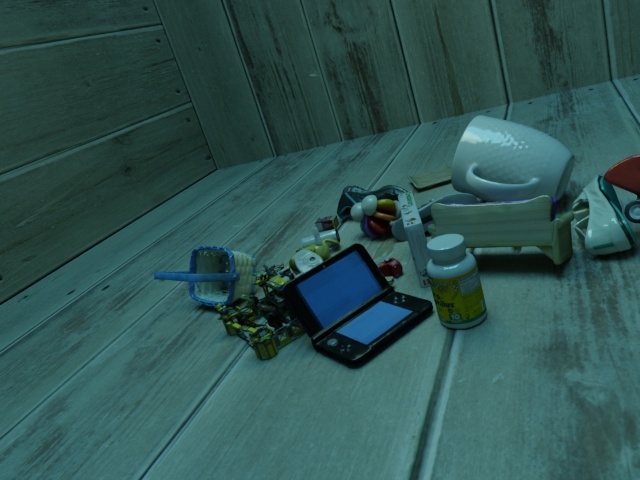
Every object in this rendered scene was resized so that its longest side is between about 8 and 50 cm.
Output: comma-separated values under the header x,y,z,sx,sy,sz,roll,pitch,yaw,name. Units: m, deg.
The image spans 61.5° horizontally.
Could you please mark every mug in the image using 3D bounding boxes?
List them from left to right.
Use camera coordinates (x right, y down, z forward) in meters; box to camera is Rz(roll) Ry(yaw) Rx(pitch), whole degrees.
x,y,z,sx,sy,sz,roll,pitch,yaw,name
0.619,-0.229,1.763,0.328,0.276,0.374,23,36,30,mug

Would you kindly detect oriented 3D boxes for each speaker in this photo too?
x,y,z,sx,sy,sz,roll,pitch,yaw,name
0.000,0.000,1.979,0.136,0.055,0.055,-16,20,13,speaker

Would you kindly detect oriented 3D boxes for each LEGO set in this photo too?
x,y,z,sx,sy,sz,roll,pitch,yaw,name
-0.165,0.170,1.528,0.255,0.192,0.331,-24,20,-18,LEGO set

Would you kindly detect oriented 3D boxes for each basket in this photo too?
x,y,z,sx,sy,sz,roll,pitch,yaw,name
-0.366,0.117,1.783,0.255,0.201,0.289,2,-4,45,basket

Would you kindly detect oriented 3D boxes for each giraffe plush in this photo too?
x,y,z,sx,sy,sz,roll,pitch,yaw,name
-0.039,0.081,1.726,0.181,0.210,0.170,7,-18,-26,giraffe plush

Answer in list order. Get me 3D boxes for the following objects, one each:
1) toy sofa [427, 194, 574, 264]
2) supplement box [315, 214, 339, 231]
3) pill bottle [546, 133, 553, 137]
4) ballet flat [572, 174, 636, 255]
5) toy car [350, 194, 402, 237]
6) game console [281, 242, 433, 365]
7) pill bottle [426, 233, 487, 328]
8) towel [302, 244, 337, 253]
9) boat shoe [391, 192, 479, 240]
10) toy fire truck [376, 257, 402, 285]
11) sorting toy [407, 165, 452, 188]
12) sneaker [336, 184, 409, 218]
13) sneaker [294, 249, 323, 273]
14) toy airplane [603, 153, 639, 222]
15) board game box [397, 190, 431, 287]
x,y,z,sx,sy,sz,roll,pitch,yaw,name
0.490,-0.031,1.479,0.363,0.177,0.150,-3,6,37,toy sofa
0.027,-0.071,2.225,0.083,0.043,0.055,-9,22,22,supplement box
0.763,-0.337,2.128,0.283,0.161,0.161,0,26,41,pill bottle
0.770,-0.076,1.504,0.139,0.139,0.400,-9,22,24,ballet flat
0.206,-0.078,1.963,0.159,0.136,0.182,10,-20,-24,toy car
0.095,0.150,1.386,0.293,0.173,0.250,-30,23,-29,game console
0.320,0.095,1.284,0.118,0.208,0.117,-16,20,6,pill bottle
-0.015,0.035,2.011,0.152,0.023,0.113,-5,23,32,towel
0.396,-0.087,1.858,0.306,0.113,0.105,-27,9,22,boat shoe
0.172,0.117,1.593,0.192,0.047,0.135,-23,21,-16,toy fire truck
0.503,-0.274,2.378,0.208,0.038,0.193,-12,20,2,sorting toy
0.221,-0.139,2.186,0.341,0.125,0.139,2,54,38,sneaker
-0.001,0.128,1.576,0.079,0.121,0.217,-30,48,-21,sneaker
0.953,-0.160,1.286,0.385,0.272,0.386,4,5,-10,toy airplane
0.289,-0.013,1.624,0.053,0.193,0.305,-15,20,10,board game box
